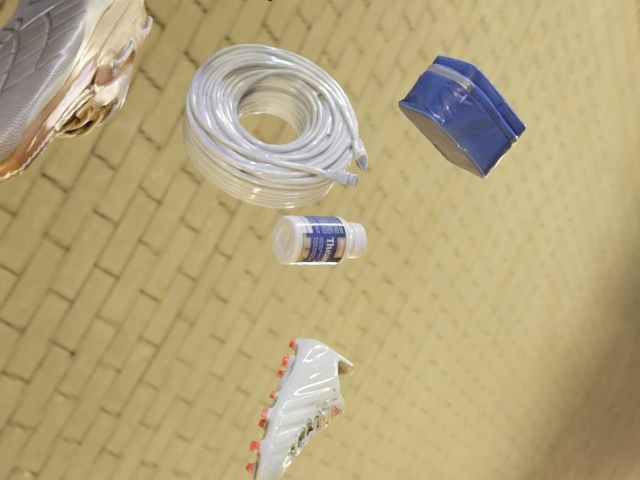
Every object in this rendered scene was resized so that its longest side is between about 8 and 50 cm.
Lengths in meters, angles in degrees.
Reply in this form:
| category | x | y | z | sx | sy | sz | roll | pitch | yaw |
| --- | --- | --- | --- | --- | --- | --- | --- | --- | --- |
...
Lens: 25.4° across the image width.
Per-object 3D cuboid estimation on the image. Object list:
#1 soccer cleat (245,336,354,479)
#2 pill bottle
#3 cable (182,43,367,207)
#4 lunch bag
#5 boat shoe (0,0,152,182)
| category | x | y | z | sx | sy | sz | roll | pitch | yaw |
| --- | --- | --- | --- | --- | --- | --- | --- | --- | --- |
| soccer cleat | -0.017 | 0.169 | 1.397 | 0.196 | 0.076 | 0.068 | -68 | 178 | -50 |
| pill bottle | 0.000 | 0.000 | 1.922 | 0.120 | 0.067 | 0.067 | 0 | 120 | -34 |
| cable | -0.072 | -0.166 | 2.048 | 0.089 | 0.257 | 0.257 | 114 | -26 | -52 |
| lunch bag | 0.121 | -0.102 | 1.156 | 0.065 | 0.067 | 0.098 | -50 | 125 | -5 |
| boat shoe | -0.210 | -0.144 | 1.197 | 0.116 | 0.123 | 0.324 | 62 | 30 | -32 |
